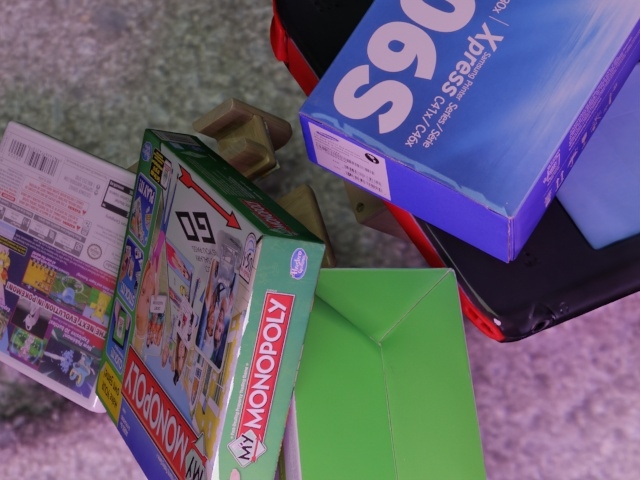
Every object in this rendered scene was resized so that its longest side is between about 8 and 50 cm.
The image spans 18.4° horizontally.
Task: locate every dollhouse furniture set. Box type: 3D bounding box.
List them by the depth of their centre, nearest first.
[{"bbox_3d":[0.000,0.000,1.550,0.242,0.161,0.212,-31,61,26],"label":"dollhouse furniture set"}]

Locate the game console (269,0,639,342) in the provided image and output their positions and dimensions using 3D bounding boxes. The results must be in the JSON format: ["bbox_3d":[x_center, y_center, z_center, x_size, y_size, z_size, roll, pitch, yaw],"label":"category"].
[{"bbox_3d":[0.185,-0.116,1.462,0.386,0.060,0.342,-20,59,-29],"label":"game console"}]

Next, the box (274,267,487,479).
[{"bbox_3d":[0.023,0.187,1.316,0.127,0.231,0.262,0,56,-10],"label":"box"}]

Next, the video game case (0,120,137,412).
[{"bbox_3d":[-0.211,0.018,1.584,0.201,0.023,0.183,23,94,37],"label":"video game case"}]

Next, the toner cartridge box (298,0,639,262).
[{"bbox_3d":[0.146,-0.171,1.352,0.165,0.075,0.348,28,71,16],"label":"toner cartridge box"}]

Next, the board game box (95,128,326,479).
[{"bbox_3d":[-0.085,0.060,1.360,0.046,0.317,0.213,9,101,-20],"label":"board game box"}]
